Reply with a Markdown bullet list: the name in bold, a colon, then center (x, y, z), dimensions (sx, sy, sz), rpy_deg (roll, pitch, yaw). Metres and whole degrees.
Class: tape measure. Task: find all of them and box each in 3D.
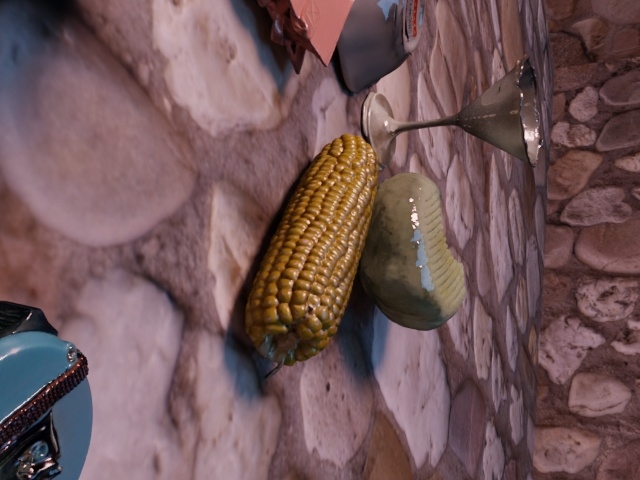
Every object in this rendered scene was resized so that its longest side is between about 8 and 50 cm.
- **tape measure**: center (-0.182, 0.107, 0.347), dimensions (0.146, 0.081, 0.125), rpy_deg (-46, 139, -56)

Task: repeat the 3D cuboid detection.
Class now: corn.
- **corn**: center (0.000, 0.000, 0.710), dimensions (0.101, 0.102, 0.310), rpy_deg (63, 37, -41)

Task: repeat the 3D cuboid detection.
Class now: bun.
- **bun**: center (0.114, 0.019, 0.913), dimensions (0.204, 0.127, 0.212), rpy_deg (16, 66, -63)

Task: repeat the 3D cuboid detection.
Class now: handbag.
- **handbag**: center (-0.038, -0.302, 0.702), dimensions (0.212, 0.059, 0.157), rpy_deg (58, 38, -44)

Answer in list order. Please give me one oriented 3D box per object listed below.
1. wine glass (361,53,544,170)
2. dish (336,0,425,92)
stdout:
- **wine glass**: center (0.186, -0.169, 0.957), dimensions (0.156, 0.232, 0.156), rpy_deg (10, 79, -62)
- **dish**: center (0.096, -0.309, 0.906), dimensions (0.229, 0.081, 0.229), rpy_deg (10, 90, -69)
